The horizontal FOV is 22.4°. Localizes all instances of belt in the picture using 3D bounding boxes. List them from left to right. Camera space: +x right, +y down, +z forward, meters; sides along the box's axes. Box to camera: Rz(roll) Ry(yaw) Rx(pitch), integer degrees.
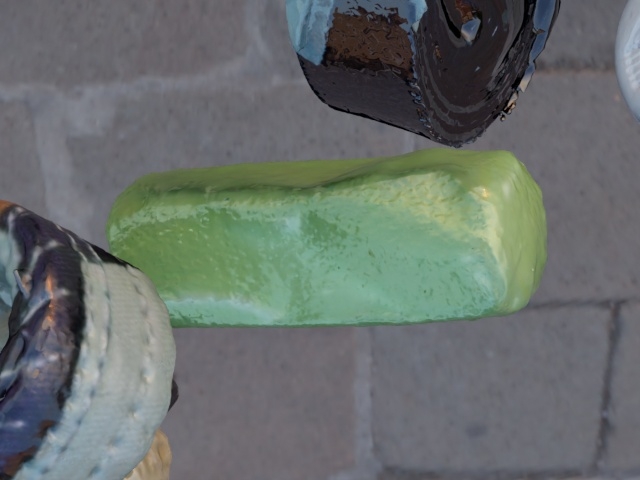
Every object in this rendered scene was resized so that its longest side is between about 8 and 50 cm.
[{"bbox_3d":[0.046,-0.133,0.711,0.078,0.151,0.198,21,144,26],"label":"belt"}]

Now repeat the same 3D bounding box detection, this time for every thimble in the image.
[{"bbox_3d":[-0.230,0.097,1.153,0.237,0.237,0.150,-37,137,19],"label":"thimble"}]

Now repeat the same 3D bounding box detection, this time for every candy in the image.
[{"bbox_3d":[0.000,0.000,1.241,0.344,0.142,0.132,-2,90,26],"label":"candy"}]

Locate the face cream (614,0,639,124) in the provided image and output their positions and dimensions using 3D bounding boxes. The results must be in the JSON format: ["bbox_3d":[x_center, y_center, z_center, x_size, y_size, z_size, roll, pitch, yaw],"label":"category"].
[{"bbox_3d":[0.397,-0.192,1.619,0.111,0.206,0.206,4,127,-41],"label":"face cream"}]

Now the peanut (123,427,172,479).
[{"bbox_3d":[-0.241,0.255,1.467,0.120,0.298,0.136,32,122,10],"label":"peanut"}]

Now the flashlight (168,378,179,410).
[{"bbox_3d":[-0.299,0.283,1.735,0.103,0.424,0.103,25,144,20],"label":"flashlight"}]
